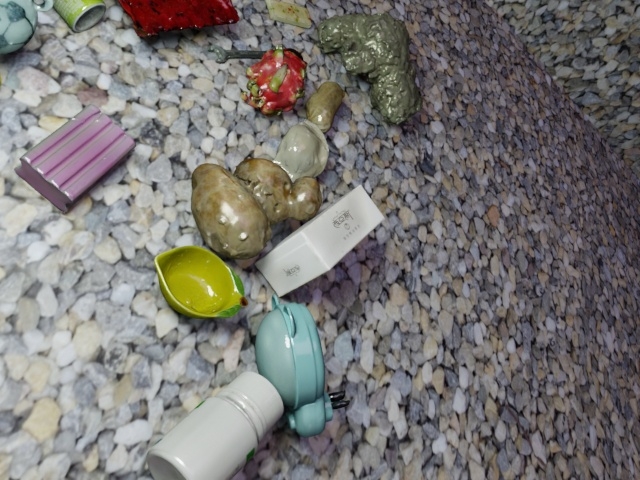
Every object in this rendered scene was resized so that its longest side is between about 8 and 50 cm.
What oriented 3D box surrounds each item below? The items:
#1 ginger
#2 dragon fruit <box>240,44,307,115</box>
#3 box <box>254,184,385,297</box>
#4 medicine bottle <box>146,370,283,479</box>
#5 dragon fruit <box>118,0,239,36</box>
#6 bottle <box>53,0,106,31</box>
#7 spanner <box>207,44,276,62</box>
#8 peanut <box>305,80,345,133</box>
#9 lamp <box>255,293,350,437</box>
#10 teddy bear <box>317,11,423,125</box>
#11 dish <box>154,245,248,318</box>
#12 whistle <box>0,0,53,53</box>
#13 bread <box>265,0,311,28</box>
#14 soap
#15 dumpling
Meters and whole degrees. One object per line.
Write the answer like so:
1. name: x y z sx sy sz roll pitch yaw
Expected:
1. ginger: -0.146 -0.091 1.261 0.244 0.155 0.304 41 50 23
2. dragon fruit: -0.119 -0.410 1.469 0.167 0.160 0.172 75 30 -48
3. box: 0.000 0.000 1.320 0.260 0.194 0.111 -37 93 -44
4. medicine bottle: -0.181 0.350 1.020 0.139 0.139 0.237 54 44 -4
5. dragon fruit: -0.384 -0.596 1.377 0.343 0.100 0.282 -33 89 -48
6. bottle: -0.600 -0.605 1.201 0.330 0.093 0.093 51 45 -8
7. spanner: -0.196 -0.509 1.551 0.254 0.015 0.054 -18 78 -45
8. peanut: 0.014 -0.384 1.610 0.099 0.099 0.214 42 49 -16
9. lamp: -0.050 0.257 1.146 0.147 0.209 0.284 -27 102 -10
10. teddy bear: 0.189 -0.532 1.798 0.357 0.224 0.368 -9 89 -45
11. dish: -0.250 0.096 1.136 0.207 0.080 0.149 33 46 -21
12. whistle: -0.623 -0.405 1.008 0.289 0.163 0.164 -12 72 -5
13. bread: -0.095 -0.691 1.727 0.153 0.028 0.068 -2 71 -39
14. soap: -0.467 -0.162 1.097 0.122 0.065 0.203 44 46 -14
15. dumpling: -0.048 -0.221 1.460 0.136 0.118 0.199 44 68 -11
